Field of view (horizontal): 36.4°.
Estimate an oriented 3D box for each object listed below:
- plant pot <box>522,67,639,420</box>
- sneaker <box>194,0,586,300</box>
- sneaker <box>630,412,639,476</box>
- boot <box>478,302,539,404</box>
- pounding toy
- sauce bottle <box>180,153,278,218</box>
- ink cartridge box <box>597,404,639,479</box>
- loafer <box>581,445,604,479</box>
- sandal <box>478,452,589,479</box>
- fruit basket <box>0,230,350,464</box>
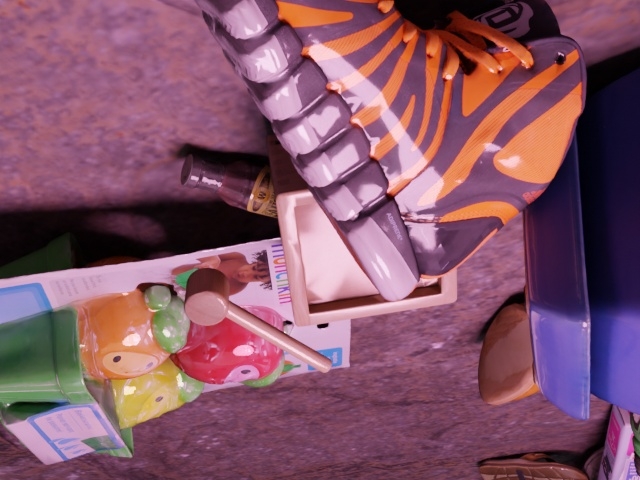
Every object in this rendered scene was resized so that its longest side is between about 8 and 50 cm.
[{"bbox_3d":[0.254,0.005,0.699,0.212,0.236,0.236,-3,152,14],"label":"plant pot"},{"bbox_3d":[0.041,-0.124,0.576,0.180,0.124,0.321,-33,127,-1],"label":"sneaker"},{"bbox_3d":[0.500,0.154,1.055,0.344,0.134,0.146,-20,114,-8],"label":"sneaker"},{"bbox_3d":[0.310,0.103,1.008,0.211,0.104,0.295,8,146,-17],"label":"boot"},{"bbox_3d":[-0.005,0.008,0.756,0.206,0.094,0.181,-9,128,-2],"label":"pounding toy"},{"bbox_3d":[-0.049,-0.041,0.786,0.128,0.042,0.042,11,149,-25],"label":"sauce bottle"},{"bbox_3d":[0.495,0.361,1.401,0.186,0.065,0.311,-1,124,-2],"label":"ink cartridge box"},{"bbox_3d":[0.477,0.383,1.560,0.111,0.112,0.319,-32,159,-31],"label":"loafer"},{"bbox_3d":[0.344,0.370,1.562,0.180,0.049,0.072,-1,125,32],"label":"sandal"},{"bbox_3d":[-0.142,0.105,0.931,0.353,0.165,0.327,-4,152,-2],"label":"fruit basket"}]
